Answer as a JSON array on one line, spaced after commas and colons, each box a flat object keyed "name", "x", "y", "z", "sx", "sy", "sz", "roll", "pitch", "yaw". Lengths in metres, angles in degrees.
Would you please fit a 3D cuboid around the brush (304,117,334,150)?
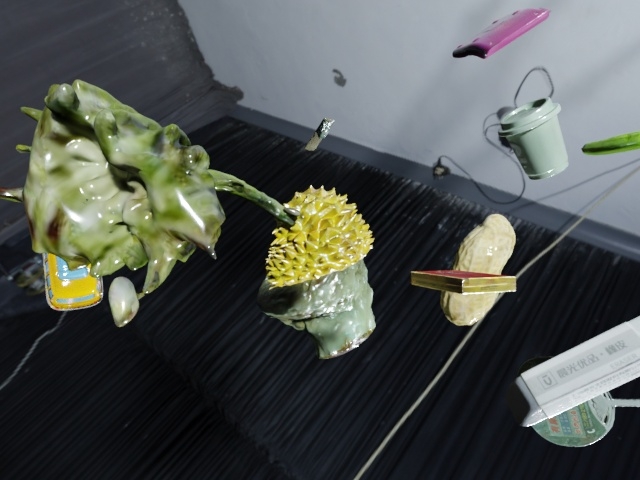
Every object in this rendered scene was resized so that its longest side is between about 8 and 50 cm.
[{"name": "brush", "x": -0.005, "y": -0.297, "z": 1.253, "sx": 0.034, "sy": 0.028, "sz": 0.190, "roll": 5, "pitch": 165, "yaw": -18}]

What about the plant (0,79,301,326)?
[{"name": "plant", "x": -0.188, "y": -0.045, "z": 0.517, "sx": 0.251, "sy": 0.180, "sz": 0.333, "roll": 38, "pitch": -177, "yaw": 6}]

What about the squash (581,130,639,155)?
[{"name": "squash", "x": 0.411, "y": -0.133, "z": 0.605, "sx": 0.027, "sy": 0.027, "sz": 0.089, "roll": 54, "pitch": 153, "yaw": -17}]

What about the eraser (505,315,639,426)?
[{"name": "eraser", "x": 0.542, "y": 0.264, "z": 0.881, "sx": 0.061, "sy": 0.351, "sz": 0.089, "roll": 48, "pitch": -164, "yaw": -32}]

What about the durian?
[{"name": "durian", "x": 0.002, "y": 0.001, "z": 0.711, "sx": 0.132, "sy": 0.182, "sz": 0.165, "roll": 110, "pitch": 155, "yaw": -51}]

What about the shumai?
[{"name": "shumai", "x": 0.023, "y": 0.186, "z": 1.356, "sx": 0.324, "sy": 0.397, "sz": 0.324, "roll": -18, "pitch": 110, "yaw": 40}]

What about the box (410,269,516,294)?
[{"name": "box", "x": 0.204, "y": 0.059, "z": 0.635, "sx": 0.133, "sy": 0.090, "sz": 0.023, "roll": -179, "pitch": 91, "yaw": -72}]

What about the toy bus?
[{"name": "toy bus", "x": -0.612, "y": 0.059, "z": 1.067, "sx": 0.136, "sy": 0.126, "sz": 0.210, "roll": -32, "pitch": 68, "yaw": 58}]

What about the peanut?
[{"name": "peanut", "x": 0.436, "y": 0.082, "z": 1.191, "sx": 0.153, "sy": 0.325, "sz": 0.140, "roll": 25, "pitch": -177, "yaw": -12}]

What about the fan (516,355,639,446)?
[{"name": "fan", "x": 0.582, "y": 0.346, "z": 0.989, "sx": 0.223, "sy": 0.012, "sz": 0.294, "roll": 50, "pitch": 125, "yaw": 15}]

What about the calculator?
[{"name": "calculator", "x": 0.330, "y": -0.392, "z": 0.824, "sx": 0.034, "sy": 0.126, "sz": 0.190, "roll": 53, "pitch": -170, "yaw": -20}]

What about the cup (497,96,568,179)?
[{"name": "cup", "x": 0.439, "y": -0.202, "z": 0.878, "sx": 0.120, "sy": 0.120, "sz": 0.141, "roll": -5, "pitch": 122, "yaw": 56}]
